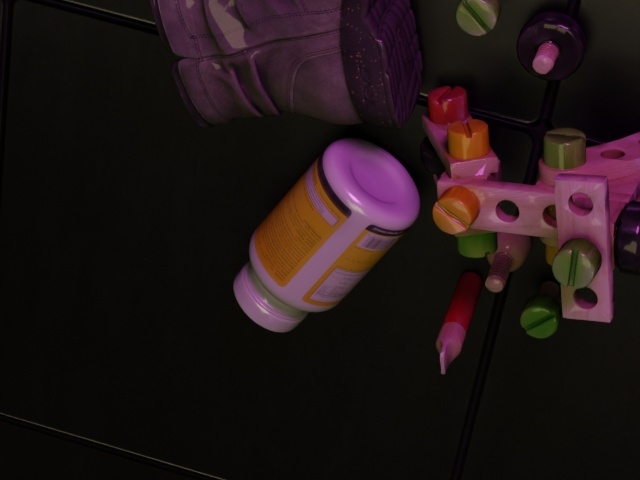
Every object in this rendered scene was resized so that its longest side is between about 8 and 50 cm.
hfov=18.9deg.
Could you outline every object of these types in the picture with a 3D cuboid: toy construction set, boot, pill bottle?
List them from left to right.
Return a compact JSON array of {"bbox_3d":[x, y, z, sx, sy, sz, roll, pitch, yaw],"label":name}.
[{"bbox_3d":[-0.048,-0.239,1.601,0.223,0.118,0.338,4,118,22],"label":"boot"},{"bbox_3d":[0.000,0.000,1.736,0.103,0.103,0.184,38,124,-7],"label":"pill bottle"},{"bbox_3d":[0.170,-0.003,1.598,0.257,0.237,0.309,24,125,2],"label":"toy construction set"}]
